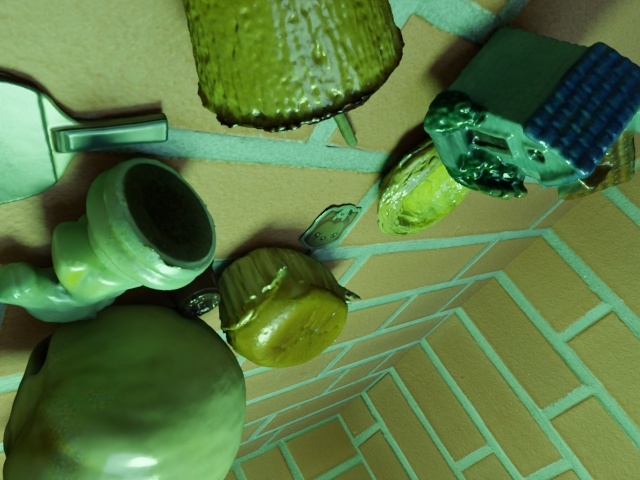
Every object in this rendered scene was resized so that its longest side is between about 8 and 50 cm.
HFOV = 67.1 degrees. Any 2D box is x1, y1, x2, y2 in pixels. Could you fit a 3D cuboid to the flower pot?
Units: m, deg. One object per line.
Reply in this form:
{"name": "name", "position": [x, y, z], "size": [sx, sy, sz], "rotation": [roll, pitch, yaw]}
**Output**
{"name": "flower pot", "position": [-0.223, 0.082, 0.846], "size": [0.111, 0.089, 0.111], "rotation": [-26, 153, -15]}

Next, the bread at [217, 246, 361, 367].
{"name": "bread", "position": [-0.068, 0.156, 1.034], "size": [0.236, 0.183, 0.389], "rotation": [-38, 151, 13]}

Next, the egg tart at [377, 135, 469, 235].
{"name": "egg tart", "position": [0.218, -0.124, 0.995], "size": [0.279, 0.095, 0.278], "rotation": [-27, 148, -18]}

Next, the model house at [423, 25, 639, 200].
{"name": "model house", "position": [0.400, -0.162, 0.780], "size": [0.251, 0.329, 0.295], "rotation": [-53, 140, -8]}

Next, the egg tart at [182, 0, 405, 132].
{"name": "egg tart", "position": [-0.037, -0.214, 0.449], "size": [0.215, 0.215, 0.170], "rotation": [-30, 140, -8]}

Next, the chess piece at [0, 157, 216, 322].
{"name": "chess piece", "position": [-0.298, 0.031, 0.643], "size": [0.298, 0.175, 0.176], "rotation": [-30, 157, 23]}

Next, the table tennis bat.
{"name": "table tennis bat", "position": [-0.312, -0.105, 0.508], "size": [0.301, 0.022, 0.173], "rotation": [-16, 148, -29]}

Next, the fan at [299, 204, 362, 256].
{"name": "fan", "position": [0.000, 0.000, 1.047], "size": [0.132, 0.009, 0.220], "rotation": [2, 137, -48]}

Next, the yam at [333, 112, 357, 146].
{"name": "yam", "position": [0.038, -0.182, 0.768], "size": [0.021, 0.021, 0.116], "rotation": [-36, 152, 5]}

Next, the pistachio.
{"name": "pistachio", "position": [-0.297, 0.269, 0.790], "size": [0.281, 0.365, 0.445], "rotation": [-41, 177, 19]}
